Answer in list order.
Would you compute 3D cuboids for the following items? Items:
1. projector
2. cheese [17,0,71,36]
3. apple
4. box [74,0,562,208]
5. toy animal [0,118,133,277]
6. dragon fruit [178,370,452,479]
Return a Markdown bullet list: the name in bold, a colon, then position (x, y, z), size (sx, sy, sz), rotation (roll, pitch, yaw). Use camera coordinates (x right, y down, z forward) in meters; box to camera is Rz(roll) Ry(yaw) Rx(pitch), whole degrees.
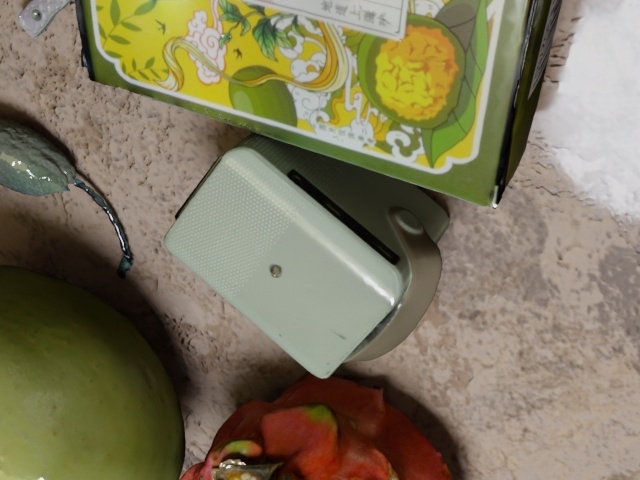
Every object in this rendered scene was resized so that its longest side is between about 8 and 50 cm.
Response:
- **projector**: position (0.000, 0.000, 1.070), size (0.242, 0.177, 0.163), rotation (40, 124, 2)
- **cheese**: position (-0.245, -0.272, 1.119), size (0.192, 0.037, 0.097), rotation (-36, 96, 31)
- **apple**: position (-0.323, 0.204, 1.210), size (0.357, 0.357, 0.357), rotation (9, 118, 18)
- **box**: position (-0.002, -0.255, 0.899), size (0.420, 0.138, 0.373), rotation (19, 136, 15)
- **toy animal**: position (-0.296, -0.062, 1.237), size (0.253, 0.070, 0.079), rotation (37, 159, -12)
- **dragon fruit**: position (-0.021, 0.306, 1.168), size (0.305, 0.226, 0.305), rotation (12, 111, 33)
